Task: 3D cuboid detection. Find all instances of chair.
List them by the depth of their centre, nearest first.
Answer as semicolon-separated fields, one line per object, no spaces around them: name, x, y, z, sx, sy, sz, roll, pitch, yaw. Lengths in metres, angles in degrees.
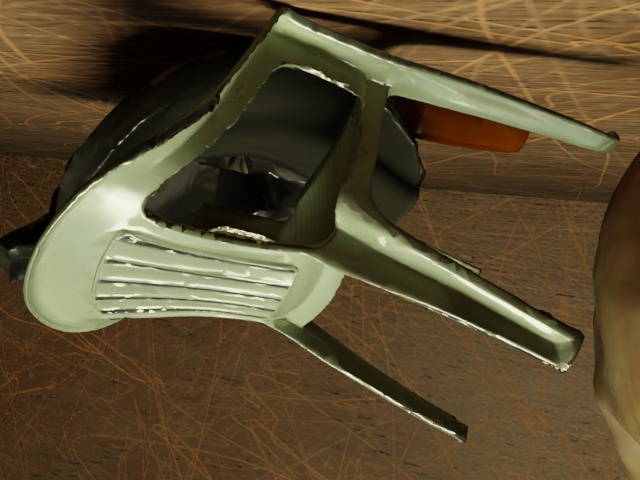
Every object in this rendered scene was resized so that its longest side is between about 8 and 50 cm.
chair;0.000;0.000;0.506;0.274;0.190;0.203;21;143;-6

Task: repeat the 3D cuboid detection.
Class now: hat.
hat;-0.091;-0.084;0.746;0.366;0.257;0.382;-3;146;-20

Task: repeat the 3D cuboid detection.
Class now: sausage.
sausage;0.114;-0.096;0.711;0.131;0.039;0.041;4;-176;-32

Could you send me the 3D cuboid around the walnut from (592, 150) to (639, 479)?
walnut;0.254;0.029;0.422;0.227;0.273;0.273;12;-176;22
